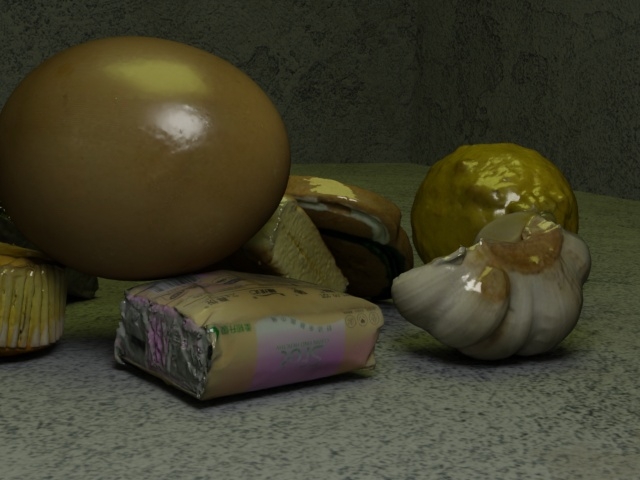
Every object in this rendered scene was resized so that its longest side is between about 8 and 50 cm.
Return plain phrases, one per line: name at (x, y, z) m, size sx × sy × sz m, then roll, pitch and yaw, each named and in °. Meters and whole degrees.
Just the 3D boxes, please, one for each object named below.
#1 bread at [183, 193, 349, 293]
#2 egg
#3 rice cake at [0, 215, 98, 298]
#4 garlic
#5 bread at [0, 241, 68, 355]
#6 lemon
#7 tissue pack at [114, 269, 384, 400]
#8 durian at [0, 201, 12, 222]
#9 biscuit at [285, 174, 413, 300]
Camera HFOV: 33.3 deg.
bread at (-0.103, 0.019, 1.531) m, size 0.239 × 0.111 × 0.246 m, roll 12°, pitch -26°, yaw 31°
egg at (-0.218, -0.098, 1.316) m, size 0.373 × 0.301 × 0.301 m, roll 7°, pitch 10°, yaw 16°
rice cake at (-0.451, 0.015, 1.581) m, size 0.106 × 0.050 × 0.298 m, roll 7°, pitch -21°, yaw 30°
garlic at (0.234, 0.076, 1.415) m, size 0.281 × 0.185 × 0.203 m, roll -27°, pitch -2°, yaw -31°
bread at (-0.437, 0.069, 1.364) m, size 0.250 × 0.133 × 0.179 m, roll 11°, pitch 8°, yaw 31°
lemon at (0.286, -0.030, 1.772) m, size 0.285 × 0.285 × 0.316 m, roll 4°, pitch 25°, yaw 9°
tissue pack at (-0.087, 0.104, 1.281) m, size 0.256 × 0.123 × 0.215 m, roll -7°, pitch 14°, yaw -38°
durian at (-0.654, -0.075, 1.843) m, size 0.224 × 0.291 × 0.291 m, roll -2°, pitch 5°, yaw 37°
biscuit at (-0.001, 0.002, 1.614) m, size 0.287 × 0.057 × 0.344 m, roll 13°, pitch -23°, yaw 13°
